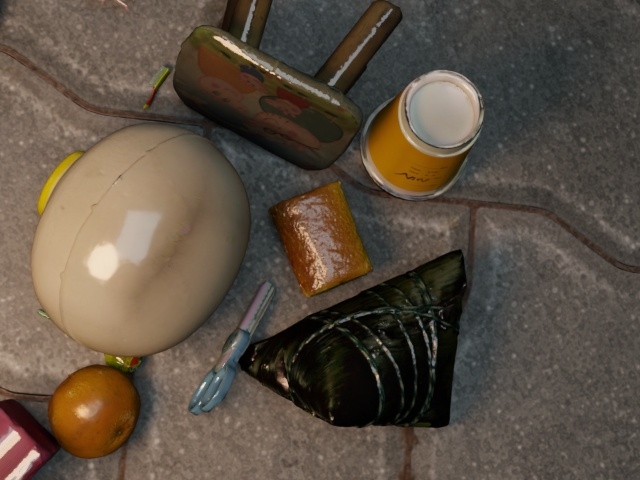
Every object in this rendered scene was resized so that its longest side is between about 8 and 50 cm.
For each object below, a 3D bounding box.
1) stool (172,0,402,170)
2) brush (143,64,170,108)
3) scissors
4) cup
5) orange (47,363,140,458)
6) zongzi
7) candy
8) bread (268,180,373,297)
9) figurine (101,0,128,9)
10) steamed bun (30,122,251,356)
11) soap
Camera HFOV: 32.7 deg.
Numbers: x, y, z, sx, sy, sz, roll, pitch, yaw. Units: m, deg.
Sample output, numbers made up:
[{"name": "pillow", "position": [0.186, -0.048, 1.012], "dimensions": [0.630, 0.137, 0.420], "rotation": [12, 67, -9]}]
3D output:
[{"name": "stool", "position": [-0.057, -0.295, 1.798], "dimensions": [0.310, 0.310, 0.226], "rotation": [28, 71, -7]}, {"name": "brush", "position": [-0.288, -0.264, 1.887], "dimensions": [0.021, 0.019, 0.083], "rotation": [28, 80, 3]}, {"name": "scissors", "position": [-0.143, 0.179, 1.838], "dimensions": [0.030, 0.125, 0.256], "rotation": [35, 66, -15]}, {"name": "cup", "position": [0.175, -0.181, 1.834], "dimensions": [0.196, 0.280, 0.197], "rotation": [1, 80, -6]}, {"name": "orange", "position": [-0.366, 0.273, 1.757], "dimensions": [0.134, 0.155, 0.155], "rotation": [28, 79, 20]}, {"name": "zongzi", "position": [0.081, 0.209, 1.743], "dimensions": [0.383, 0.362, 0.319], "rotation": [-6, 104, -13]}, {"name": "candy", "position": [-0.386, 0.162, 1.819], "dimensions": [0.193, 0.062, 0.058], "rotation": [29, 125, 2]}, {"name": "bread", "position": [0.000, 0.000, 1.869], "dimensions": [0.132, 0.103, 0.172], "rotation": [-21, 87, -12]}, {"name": "figurine", "position": [-0.458, -0.470, 1.803], "dimensions": [0.315, 0.206, 0.284], "rotation": [-44, 87, -5]}, {"name": "steamed bun", "position": [-0.278, 0.000, 1.713], "dimensions": [0.334, 0.334, 0.374], "rotation": [37, 81, -5]}, {"name": "soap", "position": [-0.565, 0.416, 1.664], "dimensions": [0.128, 0.233, 0.359], "rotation": [43, 80, -1]}]
